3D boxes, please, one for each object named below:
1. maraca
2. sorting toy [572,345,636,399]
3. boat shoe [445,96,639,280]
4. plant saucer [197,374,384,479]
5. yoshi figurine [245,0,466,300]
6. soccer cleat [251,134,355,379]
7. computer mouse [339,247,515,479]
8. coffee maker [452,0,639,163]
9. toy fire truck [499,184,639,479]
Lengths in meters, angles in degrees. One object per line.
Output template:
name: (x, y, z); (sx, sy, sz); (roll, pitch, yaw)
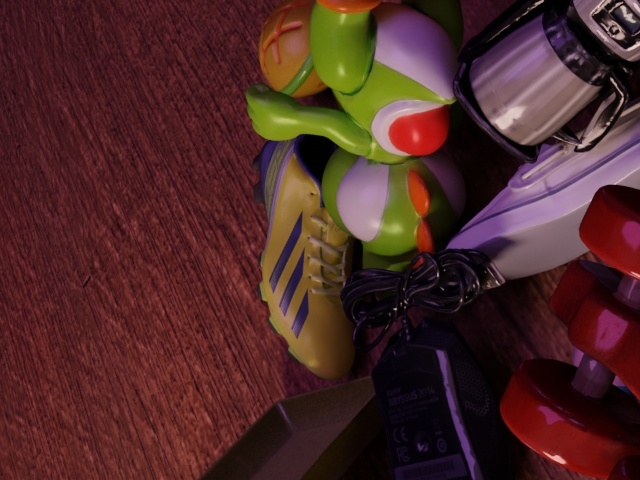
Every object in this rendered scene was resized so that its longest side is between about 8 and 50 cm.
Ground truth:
maraca: (-0.017, -0.220, 1.432); (0.127, 0.099, 0.185); (-55, 17, 15)
sorting toy: (0.304, 0.187, 0.937); (0.365, 0.127, 0.126); (42, 140, 51)
boat shoe: (0.212, -0.044, 1.113); (0.258, 0.095, 0.084); (-27, 54, 30)
plant saucer: (-0.025, 0.211, 1.274); (0.188, 0.188, 0.045); (-21, 105, 45)
yoshi figurine: (0.051, -0.121, 1.203); (0.204, 0.203, 0.362); (6, 119, 19)
soccer cleat: (-0.001, -0.001, 1.343); (0.121, 0.093, 0.289); (-30, 57, 35)
computer mouse: (0.115, 0.146, 1.146); (0.188, 0.072, 0.272); (-18, 80, 52)
coffee maker: (0.202, -0.175, 1.028); (0.178, 0.120, 0.171); (-40, 37, 36)
toy fire truck: (0.280, 0.100, 0.810); (0.169, 0.254, 0.302); (-69, 26, 16)
